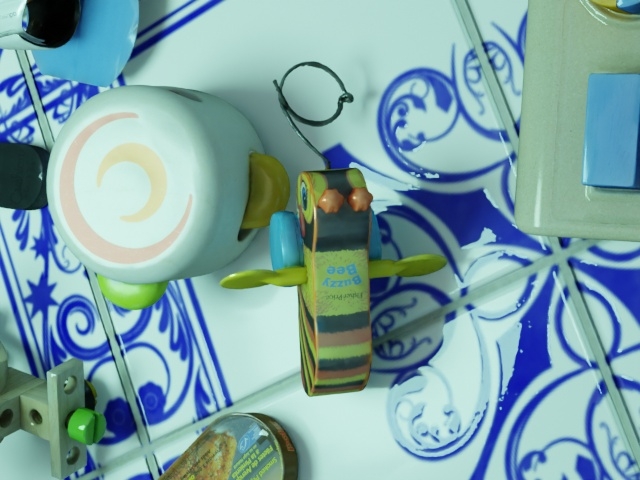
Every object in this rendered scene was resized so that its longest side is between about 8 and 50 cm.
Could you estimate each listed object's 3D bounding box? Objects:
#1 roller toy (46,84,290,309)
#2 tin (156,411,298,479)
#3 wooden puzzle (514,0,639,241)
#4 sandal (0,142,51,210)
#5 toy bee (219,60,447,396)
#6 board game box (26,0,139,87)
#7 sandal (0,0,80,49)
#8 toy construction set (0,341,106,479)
[{"bbox_3d":[-0.151,-0.057,1.620,0.209,0.146,0.191,-38,79,20],"label":"roller toy"},{"bbox_3d":[-0.097,0.248,1.642,0.190,0.040,0.106,-46,62,23],"label":"tin"},{"bbox_3d":[0.312,-0.156,1.366,0.348,0.080,0.322,4,91,33],"label":"wooden puzzle"},{"bbox_3d":[-0.403,-0.074,1.835,0.254,0.054,0.097,-5,86,32],"label":"sandal"},{"bbox_3d":[0.000,0.000,1.494,0.195,0.162,0.298,-26,97,-8],"label":"toy bee"},{"bbox_3d":[-0.240,-0.232,1.751,0.168,0.033,0.133,14,101,38],"label":"board game box"},{"bbox_3d":[-0.277,-0.232,1.693,0.265,0.102,0.076,-11,102,42],"label":"sandal"},{"bbox_3d":[-0.360,0.216,1.691,0.237,0.257,0.309,18,91,23],"label":"toy construction set"}]
